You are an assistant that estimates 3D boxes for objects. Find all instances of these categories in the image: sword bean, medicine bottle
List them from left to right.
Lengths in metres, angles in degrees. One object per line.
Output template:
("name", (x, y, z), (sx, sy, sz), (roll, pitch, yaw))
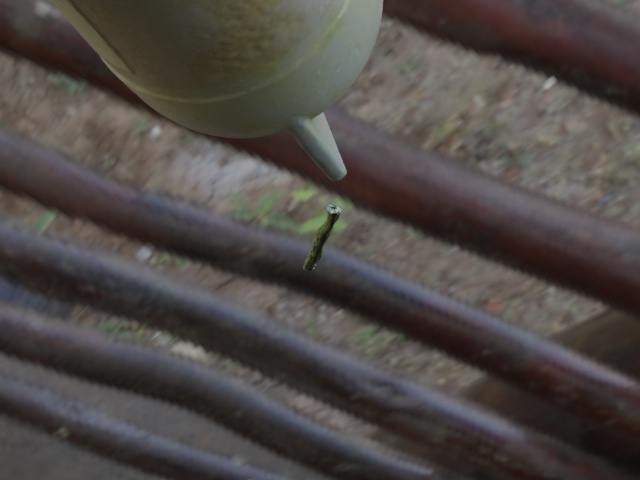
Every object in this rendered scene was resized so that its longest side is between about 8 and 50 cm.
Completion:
("medicine bottle", (-0.079, -0.215, 1.463), (0.236, 0.406, 0.235), (-7, 66, 16))
("sword bean", (0.000, 0.000, 1.233), (0.012, 0.083, 0.012), (7, 60, -11))
